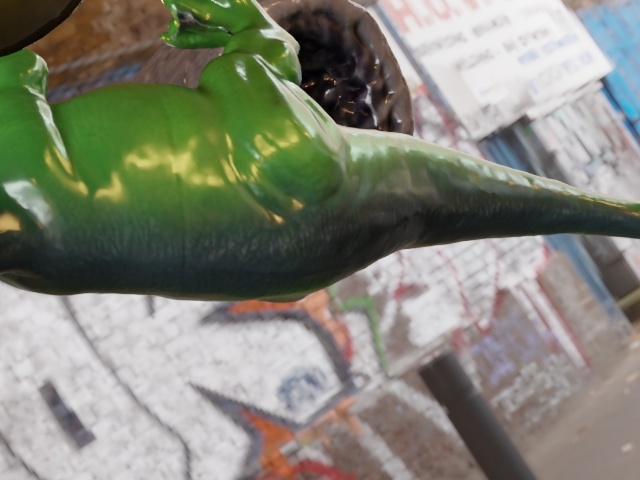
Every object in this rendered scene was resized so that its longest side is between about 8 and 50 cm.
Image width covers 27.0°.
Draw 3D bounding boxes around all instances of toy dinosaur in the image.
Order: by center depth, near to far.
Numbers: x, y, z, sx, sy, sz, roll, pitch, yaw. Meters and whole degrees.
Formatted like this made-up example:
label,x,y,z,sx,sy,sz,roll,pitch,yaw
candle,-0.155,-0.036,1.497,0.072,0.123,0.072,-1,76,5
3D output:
label,x,y,z,sx,sy,sz,roll,pitch,yaw
toy dinosaur,0.000,0.000,0.638,0.374,0.499,0.144,-61,-14,-60

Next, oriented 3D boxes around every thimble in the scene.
label,x,y,z,sx,sy,sz,roll,pitch,yaw
thimble,-0.049,-0.084,1.130,0.157,0.217,0.246,-7,61,55

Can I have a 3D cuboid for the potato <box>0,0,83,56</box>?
label,x,y,z,sx,sy,sz,roll,pitch,yaw
potato,-0.147,-0.156,0.527,0.154,0.137,0.200,-12,41,38
